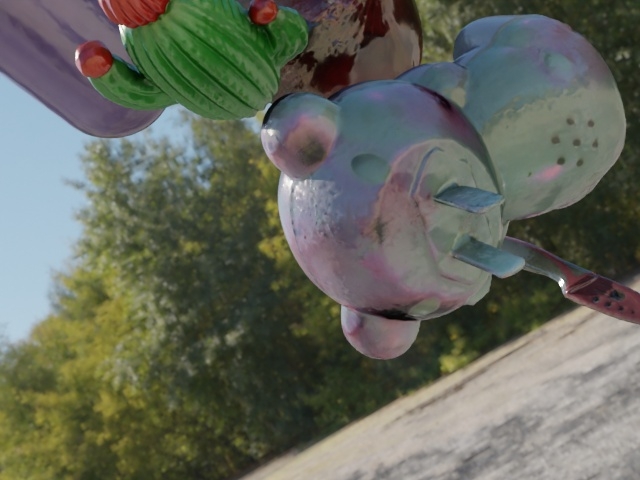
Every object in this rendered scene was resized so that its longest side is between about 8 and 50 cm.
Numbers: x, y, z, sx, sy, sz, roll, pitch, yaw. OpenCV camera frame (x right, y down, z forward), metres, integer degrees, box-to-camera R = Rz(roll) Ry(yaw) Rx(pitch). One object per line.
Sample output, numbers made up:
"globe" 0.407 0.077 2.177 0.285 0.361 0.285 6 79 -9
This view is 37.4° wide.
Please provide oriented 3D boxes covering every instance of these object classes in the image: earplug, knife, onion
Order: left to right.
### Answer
"earplug" -0.370 -0.303 1.149 0.215 0.456 0.215 -43 19 19
"onion" 0.013 -0.271 1.082 0.272 0.272 0.195 -24 -17 -39
"knife" 0.234 0.037 0.875 0.035 0.018 0.247 -42 38 -16

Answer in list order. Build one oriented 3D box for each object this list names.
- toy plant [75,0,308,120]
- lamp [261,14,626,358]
"toy plant" -0.119 -0.161 0.788 0.240 0.088 0.154 1 -29 -46
"lamp" 0.119 -0.052 0.790 0.301 0.247 0.247 -30 28 -19
